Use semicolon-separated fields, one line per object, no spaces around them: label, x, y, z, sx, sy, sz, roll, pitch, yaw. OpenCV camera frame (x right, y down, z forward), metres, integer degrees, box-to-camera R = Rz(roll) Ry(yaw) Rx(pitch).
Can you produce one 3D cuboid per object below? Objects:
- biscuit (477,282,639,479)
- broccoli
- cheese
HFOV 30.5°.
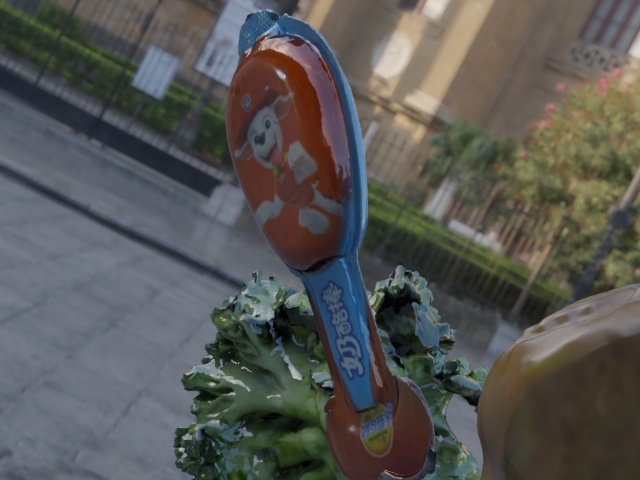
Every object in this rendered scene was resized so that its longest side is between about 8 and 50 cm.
biscuit;0.242;0.118;0.525;0.312;0.351;0.057;57;7;-20
broccoli;0.029;0.187;1.212;0.324;0.334;0.272;9;-6;-38
cheese;0.000;0.000;0.584;0.037;0.256;0.106;-7;-15;-34
